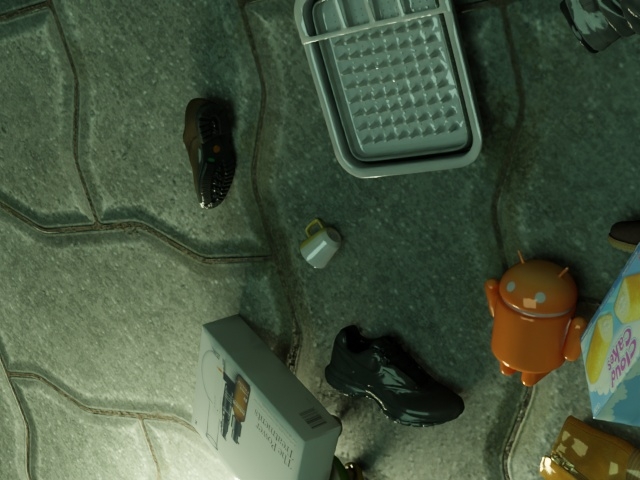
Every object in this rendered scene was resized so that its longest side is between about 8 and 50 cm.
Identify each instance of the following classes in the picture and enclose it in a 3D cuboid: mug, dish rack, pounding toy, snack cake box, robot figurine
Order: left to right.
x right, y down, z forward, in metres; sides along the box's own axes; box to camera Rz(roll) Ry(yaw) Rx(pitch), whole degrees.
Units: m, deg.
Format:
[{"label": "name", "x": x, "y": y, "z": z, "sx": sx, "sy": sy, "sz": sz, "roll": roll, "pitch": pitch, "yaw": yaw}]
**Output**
[{"label": "mug", "x": 0.000, "y": 0.003, "z": 1.809, "sx": 0.078, "sy": 0.062, "sz": 0.064, "roll": 46, "pitch": 124, "yaw": 0}, {"label": "pounding toy", "x": 0.025, "y": 0.486, "z": 2.025, "sx": 0.183, "sy": 0.110, "sz": 0.237, "roll": -28, "pitch": 67, "yaw": 49}, {"label": "dish rack", "x": 0.119, "y": -0.273, "z": 1.570, "sx": 0.285, "sy": 0.072, "sz": 0.333, "roll": -4, "pitch": 110, "yaw": 37}, {"label": "robot figurine", "x": 0.340, "y": 0.123, "z": 1.569, "sx": 0.128, "sy": 0.158, "sz": 0.219, "roll": -2, "pitch": 119, "yaw": -8}, {"label": "snack cake box", "x": 0.459, "y": 0.123, "z": 1.361, "sx": 0.089, "sy": 0.152, "sz": 0.264, "roll": 10, "pitch": 136, "yaw": -6}]

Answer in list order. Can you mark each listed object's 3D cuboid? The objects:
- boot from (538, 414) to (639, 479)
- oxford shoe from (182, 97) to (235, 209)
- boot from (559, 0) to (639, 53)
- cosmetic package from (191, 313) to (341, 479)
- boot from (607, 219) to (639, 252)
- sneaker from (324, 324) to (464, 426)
[{"label": "boot", "x": 0.468, "y": 0.451, "z": 1.670, "sx": 0.211, "sy": 0.104, "sz": 0.295, "roll": 25, "pitch": 120, "yaw": 31}, {"label": "oxford shoe", "x": -0.219, "y": -0.169, "z": 1.884, "sx": 0.096, "sy": 0.083, "sz": 0.227, "roll": 33, "pitch": 131, "yaw": 44}, {"label": "boot", "x": 0.452, "y": -0.292, "z": 1.300, "sx": 0.223, "sy": 0.118, "sz": 0.338, "roll": -20, "pitch": 89, "yaw": 44}, {"label": "cosmetic package", "x": -0.123, "y": 0.374, "z": 1.988, "sx": 0.377, "sy": 0.097, "sz": 0.284, "roll": 42, "pitch": 136, "yaw": 39}, {"label": "boot", "x": 0.522, "y": -0.083, "z": 1.377, "sx": 0.248, "sy": 0.090, "sz": 0.207, "roll": 0, "pitch": 100, "yaw": 38}, {"label": "sneaker", "x": 0.134, "y": 0.248, "z": 1.807, "sx": 0.286, "sy": 0.109, "sz": 0.130, "roll": 19, "pitch": 116, "yaw": 26}]
